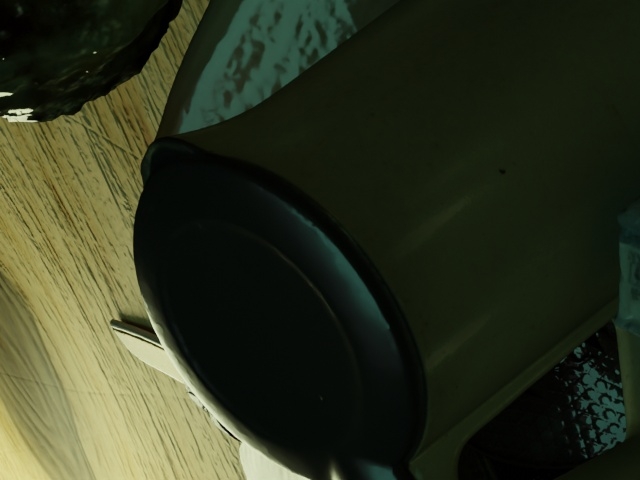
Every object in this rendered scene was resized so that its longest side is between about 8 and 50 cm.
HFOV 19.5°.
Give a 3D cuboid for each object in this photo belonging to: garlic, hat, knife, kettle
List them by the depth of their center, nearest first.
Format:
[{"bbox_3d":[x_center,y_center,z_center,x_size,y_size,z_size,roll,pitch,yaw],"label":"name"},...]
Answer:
[{"bbox_3d":[0.113,0.013,1.181,0.250,0.377,0.361,-22,101,53],"label":"kettle"},{"bbox_3d":[-0.016,-0.145,1.367,0.143,0.112,0.318,31,104,-2],"label":"garlic"},{"bbox_3d":[0.183,0.090,1.427,0.193,0.082,0.193,1,137,1],"label":"hat"},{"bbox_3d":[-0.120,0.129,1.831,0.256,0.022,0.046,25,142,39],"label":"knife"}]

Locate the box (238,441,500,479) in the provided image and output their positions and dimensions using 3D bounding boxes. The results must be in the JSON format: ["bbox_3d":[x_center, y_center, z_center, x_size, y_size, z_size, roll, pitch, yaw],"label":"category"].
[{"bbox_3d":[0.047,0.220,1.526,0.184,0.143,0.273,106,149,-47],"label":"box"}]

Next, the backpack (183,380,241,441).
[{"bbox_3d":[-0.072,0.109,1.697,0.120,0.106,0.165,48,164,23],"label":"backpack"}]

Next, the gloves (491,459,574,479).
[{"bbox_3d":[0.177,0.220,1.538,0.129,0.106,0.180,107,148,-45],"label":"gloves"}]

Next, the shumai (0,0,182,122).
[{"bbox_3d":[-0.147,-0.311,1.294,0.348,0.395,0.395,-20,104,31],"label":"shumai"}]

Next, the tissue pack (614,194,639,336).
[{"bbox_3d":[0.353,0.009,1.040,0.316,0.228,0.103,20,127,38],"label":"tissue pack"}]
